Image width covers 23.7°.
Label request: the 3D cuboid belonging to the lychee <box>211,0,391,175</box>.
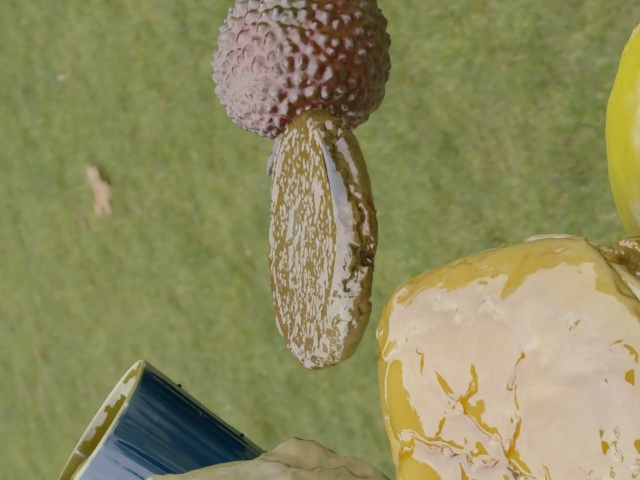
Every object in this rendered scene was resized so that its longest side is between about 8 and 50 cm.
[{"bbox_3d":[-0.018,-0.155,1.392,0.165,0.165,0.197,30,123,49],"label":"lychee"}]

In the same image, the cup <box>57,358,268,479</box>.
[{"bbox_3d":[-0.120,0.195,1.220,0.155,0.131,0.176,33,153,-8],"label":"cup"}]

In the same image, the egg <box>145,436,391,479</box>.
[{"bbox_3d":[-0.012,0.182,0.477,0.195,0.195,0.233,-2,93,59],"label":"egg"}]

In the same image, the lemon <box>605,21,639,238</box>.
[{"bbox_3d":[0.367,-0.068,1.101,0.348,0.348,0.348,37,137,44],"label":"lemon"}]

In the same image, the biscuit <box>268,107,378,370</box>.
[{"bbox_3d":[0.000,0.000,1.259,0.226,0.042,0.226,179,90,-72],"label":"biscuit"}]

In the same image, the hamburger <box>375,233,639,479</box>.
[{"bbox_3d":[0.175,0.136,1.043,0.318,0.158,0.319,23,121,45],"label":"hamburger"}]
